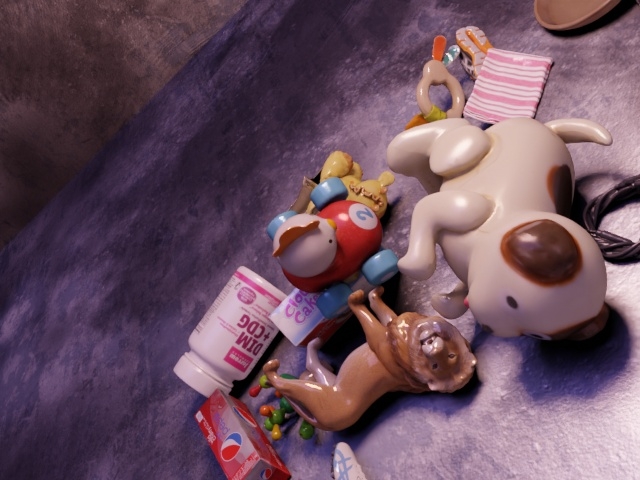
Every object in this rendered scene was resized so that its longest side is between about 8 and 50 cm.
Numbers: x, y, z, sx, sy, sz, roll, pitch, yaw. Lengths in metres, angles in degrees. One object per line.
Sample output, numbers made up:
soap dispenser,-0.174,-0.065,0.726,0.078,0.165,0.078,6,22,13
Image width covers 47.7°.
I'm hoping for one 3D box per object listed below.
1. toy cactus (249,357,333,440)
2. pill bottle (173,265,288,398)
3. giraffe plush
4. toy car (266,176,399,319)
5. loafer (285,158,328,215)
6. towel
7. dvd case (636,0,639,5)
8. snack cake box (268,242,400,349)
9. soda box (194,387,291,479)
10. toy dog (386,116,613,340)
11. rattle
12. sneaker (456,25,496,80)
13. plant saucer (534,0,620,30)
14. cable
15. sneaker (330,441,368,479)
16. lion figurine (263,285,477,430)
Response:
toy cactus,-0.055,0.307,1.468,0.180,0.112,0.219,-44,25,-8
pill bottle,-0.198,0.215,1.648,0.283,0.160,0.160,-55,34,-7
giraffe plush,0.082,-0.104,1.646,0.170,0.210,0.181,14,100,28
toy car,0.000,0.000,1.306,0.210,0.238,0.219,-37,72,7
loafer,-0.025,-0.118,1.832,0.251,0.087,0.094,-47,34,5
towel,0.401,-0.330,1.546,0.144,0.029,0.197,16,67,21
dvd case,0.707,-0.606,1.516,0.179,0.029,0.239,-32,39,25
snack cake box,0.034,0.099,1.485,0.264,0.152,0.089,-47,71,4
soda box,-0.165,0.416,1.479,0.083,0.092,0.263,-50,33,-1
toy dog,0.324,-0.005,1.193,0.395,0.284,0.408,-18,39,11
rattle,0.260,-0.355,1.694,0.143,0.130,0.200,132,131,-77
sneaker,0.374,-0.398,1.661,0.084,0.083,0.215,-13,56,-7
plant saucer,0.588,-0.571,1.571,0.278,0.041,0.278,-40,34,35
cable,0.510,-0.035,1.189,0.184,0.047,0.150,-22,51,41
sneaker,0.072,0.434,1.217,0.086,0.085,0.237,-19,34,-2
lion figurine,0.080,0.242,1.315,0.392,0.142,0.240,-43,69,24
